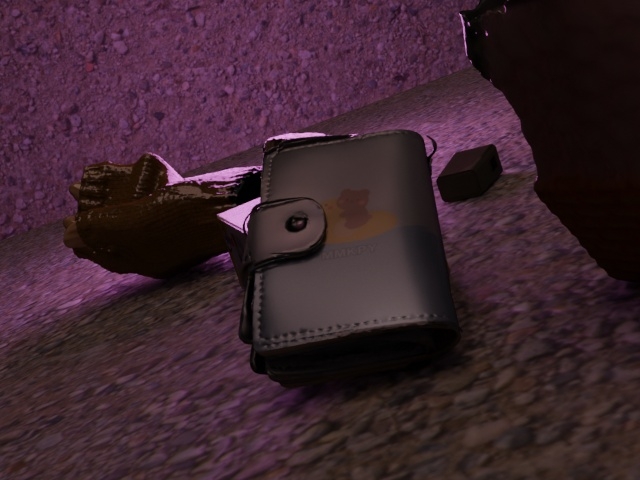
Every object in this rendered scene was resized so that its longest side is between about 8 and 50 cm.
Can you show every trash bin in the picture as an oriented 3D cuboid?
[{"bbox_3d":[0.190,-0.084,1.049,0.060,0.043,0.092,-11,19,32],"label":"trash bin"}]

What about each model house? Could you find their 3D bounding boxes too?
[{"bbox_3d":[0.260,-0.096,0.549,0.237,0.238,0.202,-32,16,-31],"label":"model house"}]

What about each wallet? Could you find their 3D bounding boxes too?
[{"bbox_3d":[0.020,0.006,0.662,0.170,0.069,0.231,-7,46,8],"label":"wallet"}]

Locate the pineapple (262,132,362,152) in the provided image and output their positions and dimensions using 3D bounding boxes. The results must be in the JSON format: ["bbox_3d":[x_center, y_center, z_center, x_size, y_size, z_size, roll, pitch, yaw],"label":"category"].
[{"bbox_3d":[0.026,-0.071,1.060,0.233,0.135,0.079,7,19,44],"label":"pineapple"}]

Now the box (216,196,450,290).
[{"bbox_3d":[0.000,0.000,0.857,0.168,0.097,0.265,-24,13,-15],"label":"box"}]

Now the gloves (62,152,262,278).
[{"bbox_3d":[-0.225,-0.028,1.176,0.356,0.156,0.203,2,28,21],"label":"gloves"}]
